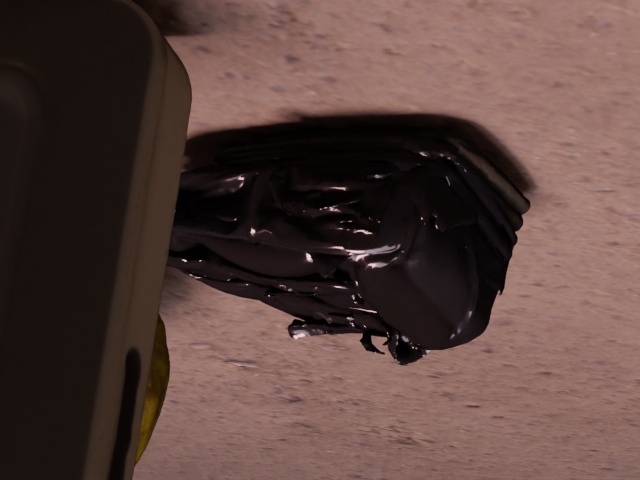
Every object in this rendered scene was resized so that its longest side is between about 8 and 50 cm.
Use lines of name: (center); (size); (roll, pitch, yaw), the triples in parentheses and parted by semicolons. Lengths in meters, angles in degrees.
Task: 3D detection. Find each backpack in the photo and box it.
backpack: (0.000, 0.000, 1.087); (0.258, 0.133, 0.206); (5, 159, 30)

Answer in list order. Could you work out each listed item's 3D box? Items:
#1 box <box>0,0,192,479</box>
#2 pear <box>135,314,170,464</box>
box: (-0.276, 0.032, 0.895); (0.373, 0.367, 0.090); (2, 162, 14)
pear: (-0.275, 0.131, 1.368); (0.375, 0.287, 0.287); (-26, 146, 32)
